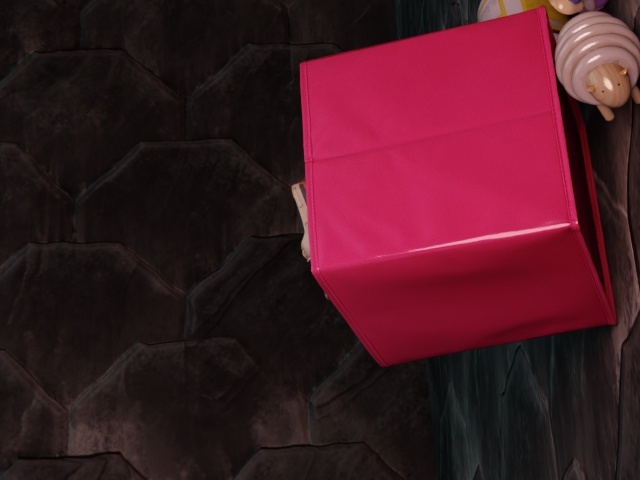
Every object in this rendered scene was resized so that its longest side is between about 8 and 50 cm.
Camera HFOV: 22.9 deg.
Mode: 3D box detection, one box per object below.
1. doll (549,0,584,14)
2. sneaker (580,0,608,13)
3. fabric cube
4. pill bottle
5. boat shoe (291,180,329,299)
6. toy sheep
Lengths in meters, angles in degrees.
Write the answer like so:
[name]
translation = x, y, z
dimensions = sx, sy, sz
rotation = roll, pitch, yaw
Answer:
[doll]
translation = 0.262, -0.305, 1.483
dimensions = 0.129, 0.046, 0.189
rotation = 54, 138, 34
[sneaker]
translation = 0.249, -0.348, 1.607
dimensions = 0.095, 0.104, 0.236
rotation = 172, 73, -83
[fabric cube]
translation = 0.142, -0.049, 1.618
dimensions = 0.254, 0.258, 0.259
rotation = 53, -152, -57
[pill bottle]
translation = 0.234, -0.238, 1.798
dimensions = 0.184, 0.103, 0.103
rotation = -95, 4, -49
[boat shoe]
translation = 0.000, 0.000, 1.641
dimensions = 0.049, 0.043, 0.137
rotation = 41, -142, -71
[toy sheep]
translation = 0.262, -0.171, 1.493
dimensions = 0.132, 0.091, 0.091
rotation = -107, 13, -48
